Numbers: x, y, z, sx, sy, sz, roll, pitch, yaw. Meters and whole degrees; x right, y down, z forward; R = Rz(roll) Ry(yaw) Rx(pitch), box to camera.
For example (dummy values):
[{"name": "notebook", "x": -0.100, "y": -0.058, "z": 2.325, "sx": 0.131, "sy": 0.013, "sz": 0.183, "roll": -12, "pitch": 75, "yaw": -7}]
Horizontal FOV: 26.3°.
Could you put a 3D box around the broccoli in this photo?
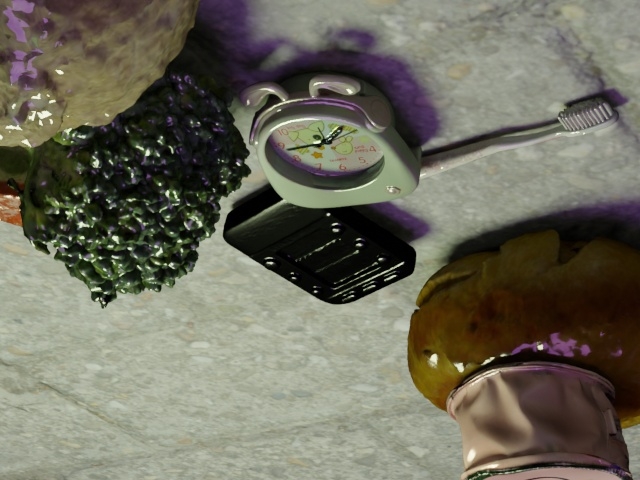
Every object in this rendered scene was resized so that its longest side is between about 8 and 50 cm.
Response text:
[{"name": "broccoli", "x": -0.197, "y": -0.089, "z": 1.320, "sx": 0.248, "sy": 0.245, "sz": 0.288, "roll": -3, "pitch": 134, "yaw": -45}]

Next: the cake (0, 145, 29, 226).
[{"name": "cake", "x": -0.315, "y": -0.053, "z": 1.485, "sx": 0.220, "sy": 0.086, "sz": 0.116, "roll": 5, "pitch": 147, "yaw": 3}]

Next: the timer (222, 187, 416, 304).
[{"name": "timer", "x": 0.000, "y": 0.000, "z": 1.540, "sx": 0.187, "sy": 0.055, "sz": 0.144, "roll": 33, "pitch": 139, "yaw": -29}]

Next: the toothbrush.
[{"name": "toothbrush", "x": 0.153, "y": -0.091, "z": 1.378, "sx": 0.307, "sy": 0.025, "sz": 0.029, "roll": -15, "pitch": 134, "yaw": 33}]

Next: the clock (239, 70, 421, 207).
[{"name": "clock", "x": 0.008, "y": -0.106, "z": 1.349, "sx": 0.152, "sy": 0.062, "sz": 0.191, "roll": -5, "pitch": 147, "yaw": 21}]

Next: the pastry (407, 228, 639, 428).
[{"name": "pastry", "x": 0.273, "y": 0.116, "z": 1.573, "sx": 0.356, "sy": 0.163, "sz": 0.356, "roll": 1, "pitch": 152, "yaw": 1}]

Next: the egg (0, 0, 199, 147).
[{"name": "egg", "x": -0.216, "y": -0.206, "z": 1.033, "sx": 0.279, "sy": 0.279, "sz": 0.310, "roll": 13, "pitch": 150, "yaw": -10}]

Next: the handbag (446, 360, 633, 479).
[{"name": "handbag", "x": 0.234, "y": 0.218, "z": 1.476, "sx": 0.179, "sy": 0.116, "sz": 0.205, "roll": 18, "pitch": 149, "yaw": -26}]
